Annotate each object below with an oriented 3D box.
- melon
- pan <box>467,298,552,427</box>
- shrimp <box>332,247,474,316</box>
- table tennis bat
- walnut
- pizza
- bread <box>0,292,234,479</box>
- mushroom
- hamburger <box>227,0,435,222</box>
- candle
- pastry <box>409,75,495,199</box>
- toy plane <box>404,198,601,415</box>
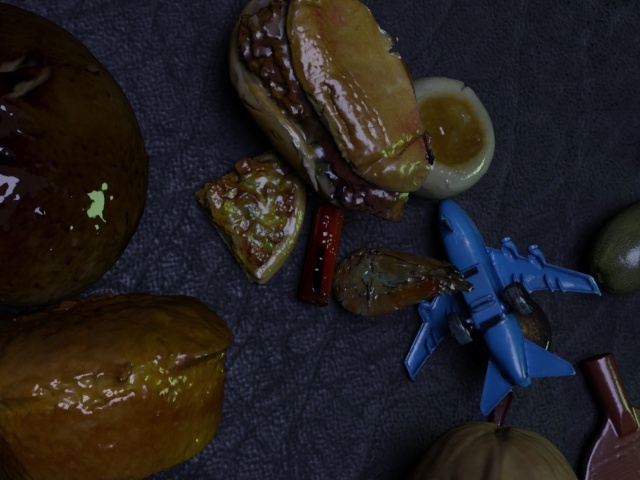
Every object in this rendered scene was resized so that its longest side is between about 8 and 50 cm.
[{"bbox_3d":[0.415,0.005,1.659,0.162,0.099,0.099,-41,97,-24],"label":"melon"},{"bbox_3d":[0.232,0.167,1.599,0.114,0.040,0.212,12,78,-13],"label":"pan"},{"bbox_3d":[0.098,0.050,1.515,0.043,0.184,0.091,48,47,-53],"label":"shrimp"},{"bbox_3d":[0.413,0.295,1.648,0.200,0.038,0.310,-21,91,-22],"label":"table tennis bat"},{"bbox_3d":[0.197,0.342,1.472,0.225,0.225,0.261,5,86,-20],"label":"walnut"},{"bbox_3d":[-0.080,-0.036,1.508,0.134,0.046,0.175,5,81,-20],"label":"pizza"},{"bbox_3d":[-0.237,0.148,1.300,0.312,0.312,0.172,-10,99,-21],"label":"bread"},{"bbox_3d":[-0.359,-0.055,1.310,0.356,0.331,0.334,-54,148,15],"label":"mushroom"},{"bbox_3d":[0.004,-0.176,1.485,0.245,0.155,0.282,18,60,-31],"label":"hamburger"},{"bbox_3d":[0.000,0.000,1.539,0.048,0.053,0.162,3,71,22],"label":"candle"},{"bbox_3d":[0.139,-0.127,1.579,0.156,0.092,0.156,2,84,-23],"label":"pastry"},{"bbox_3d":[0.199,0.066,1.549,0.254,0.105,0.271,-27,74,14],"label":"toy plane"}]
